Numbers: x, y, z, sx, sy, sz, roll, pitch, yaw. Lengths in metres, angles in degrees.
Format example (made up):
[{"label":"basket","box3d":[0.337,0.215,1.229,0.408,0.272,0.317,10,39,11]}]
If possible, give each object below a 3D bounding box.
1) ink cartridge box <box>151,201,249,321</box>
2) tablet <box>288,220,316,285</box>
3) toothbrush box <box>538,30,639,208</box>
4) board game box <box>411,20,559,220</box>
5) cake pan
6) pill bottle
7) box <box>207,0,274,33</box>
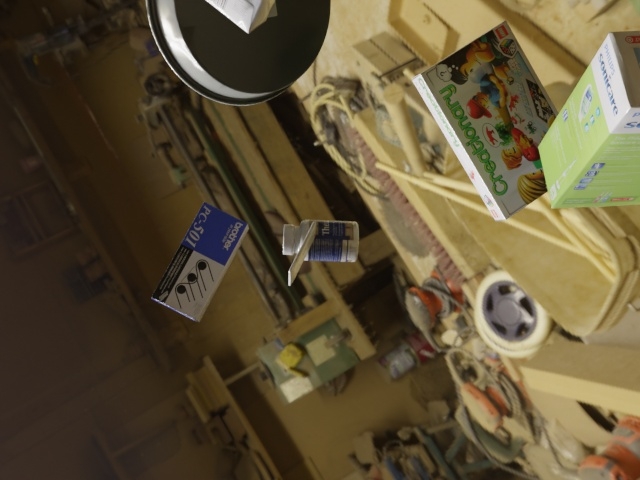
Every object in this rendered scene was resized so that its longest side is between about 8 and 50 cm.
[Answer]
[{"label":"ink cartridge box","box3d":[-0.227,0.041,1.192,0.097,0.207,0.046,27,169,2]},{"label":"tablet","box3d":[-0.024,0.018,0.848,0.006,0.083,0.054,22,156,7]},{"label":"toothbrush box","box3d":[0.465,-0.161,0.894,0.283,0.206,0.122,89,178,-68]},{"label":"board game box","box3d":[0.327,-0.215,1.139,0.305,0.193,0.053,57,172,-6]},{"label":"cake pan","box3d":[-0.101,-0.341,0.899,0.054,0.293,0.293,25,142,51]},{"label":"pill bottle","box3d":[0.000,0.000,1.014,0.067,0.120,0.067,-178,90,-87]},{"label":"box","box3d":[-0.084,-0.309,0.571,0.145,0.038,0.186,37,141,0]}]
